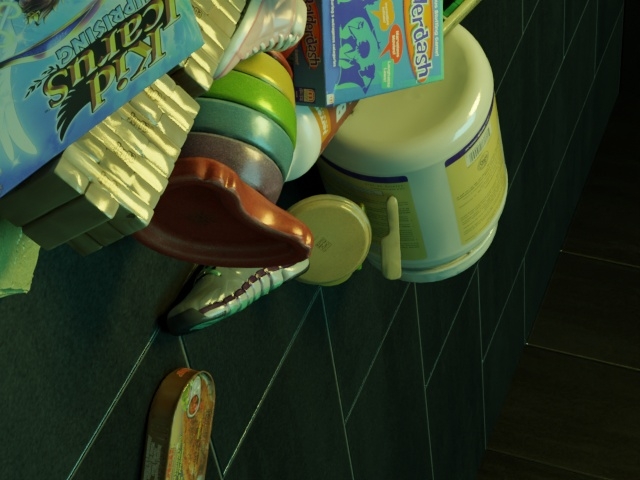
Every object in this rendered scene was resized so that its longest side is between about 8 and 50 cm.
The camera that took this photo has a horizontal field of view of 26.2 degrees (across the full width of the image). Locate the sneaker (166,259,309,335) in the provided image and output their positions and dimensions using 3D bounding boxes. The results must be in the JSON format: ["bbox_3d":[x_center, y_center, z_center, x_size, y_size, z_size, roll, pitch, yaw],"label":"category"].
[{"bbox_3d":[-0.108,0.031,1.529,0.223,0.083,0.098,-29,92,-52],"label":"sneaker"}]

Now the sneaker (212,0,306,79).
[{"bbox_3d":[-0.054,-0.183,1.236,0.070,0.051,0.134,42,57,-27],"label":"sneaker"}]

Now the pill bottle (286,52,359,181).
[{"bbox_3d":[-0.039,-0.141,1.500,0.216,0.121,0.121,-57,152,-46],"label":"pill bottle"}]

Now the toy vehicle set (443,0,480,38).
[{"bbox_3d":[0.113,-0.326,1.654,0.267,0.166,0.035,-47,171,-29],"label":"toy vehicle set"}]

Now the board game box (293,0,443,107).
[{"bbox_3d":[0.053,-0.236,1.462,0.210,0.047,0.160,-20,113,-47],"label":"board game box"}]

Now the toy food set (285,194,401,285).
[{"bbox_3d":[0.000,0.000,1.662,0.038,0.192,0.132,-110,-164,-59],"label":"toy food set"}]

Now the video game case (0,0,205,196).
[{"bbox_3d":[-0.219,-0.152,0.919,0.269,0.061,0.244,-40,148,-17],"label":"video game case"}]

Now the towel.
[{"bbox_3d":[-0.258,-0.024,1.107,0.110,0.027,0.148,-2,104,-69],"label":"towel"}]

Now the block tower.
[{"bbox_3d":[-0.152,-0.136,1.142,0.091,0.097,0.335,43,47,-27],"label":"block tower"}]

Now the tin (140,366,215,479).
[{"bbox_3d":[-0.160,0.233,1.522,0.106,0.040,0.190,-23,123,-72],"label":"tin"}]

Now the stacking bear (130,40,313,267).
[{"bbox_3d":[-0.089,-0.136,1.322,0.175,0.164,0.289,36,54,-43],"label":"stacking bear"}]

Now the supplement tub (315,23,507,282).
[{"bbox_3d":[0.115,-0.112,1.771,0.331,0.241,0.241,70,37,-58],"label":"supplement tub"}]
